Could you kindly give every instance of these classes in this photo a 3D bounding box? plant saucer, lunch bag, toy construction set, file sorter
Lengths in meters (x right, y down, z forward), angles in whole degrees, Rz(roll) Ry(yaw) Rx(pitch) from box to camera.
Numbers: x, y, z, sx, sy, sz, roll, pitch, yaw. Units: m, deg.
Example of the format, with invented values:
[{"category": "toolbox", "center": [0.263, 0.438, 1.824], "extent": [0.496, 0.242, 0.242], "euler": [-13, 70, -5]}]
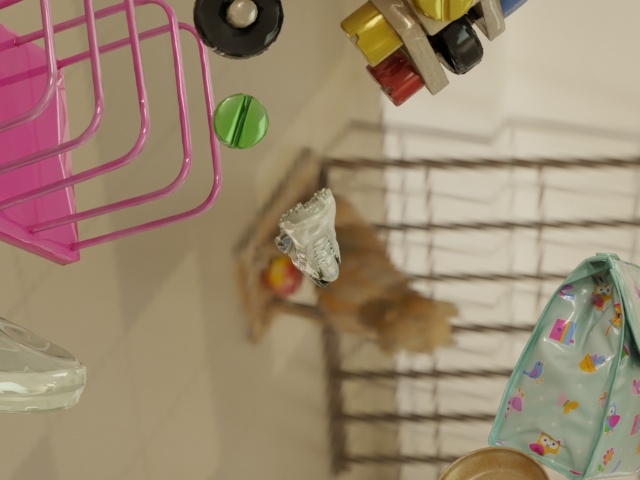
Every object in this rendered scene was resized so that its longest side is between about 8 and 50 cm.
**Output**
[{"category": "plant saucer", "center": [0.110, 0.171, 1.139], "extent": [0.083, 0.083, 0.015], "euler": [-68, 148, -28]}, {"category": "lunch bag", "center": [0.336, 0.147, 2.147], "extent": [0.223, 0.160, 0.262], "euler": [13, 96, -62]}, {"category": "toy construction set", "center": [0.068, -0.209, 1.056], "extent": [0.237, 0.308, 0.257], "euler": [-158, -124, -83]}, {"category": "file sorter", "center": [-0.226, -0.126, 1.488], "extent": [0.290, 0.182, 0.202], "euler": [29, 50, -61]}]

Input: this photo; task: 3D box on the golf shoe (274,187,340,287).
[{"category": "golf shoe", "center": [0.000, 0.000, 1.932], "extent": [0.069, 0.086, 0.176], "euler": [-32, 170, -8]}]

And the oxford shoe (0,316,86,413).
[{"category": "oxford shoe", "center": [-0.362, 0.001, 1.209], "extent": [0.169, 0.449, 0.130], "euler": [16, 97, -84]}]
